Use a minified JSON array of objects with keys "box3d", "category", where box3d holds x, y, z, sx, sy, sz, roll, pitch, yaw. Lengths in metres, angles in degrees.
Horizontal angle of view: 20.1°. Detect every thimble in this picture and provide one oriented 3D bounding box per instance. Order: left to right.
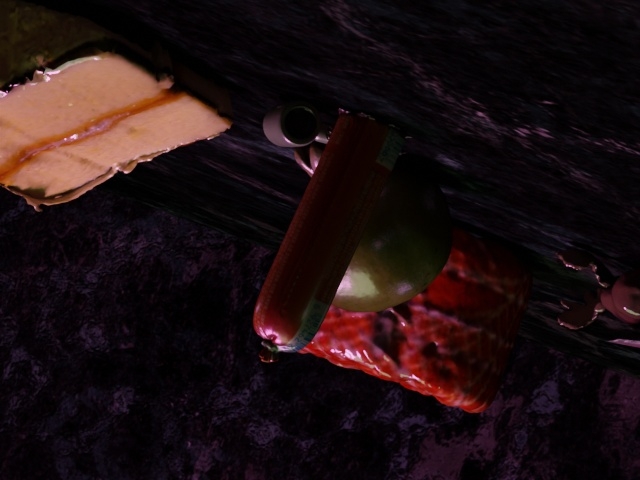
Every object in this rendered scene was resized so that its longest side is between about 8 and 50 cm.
[{"box3d":[0.109,0.082,2.452,0.350,0.230,0.350,19,176,1],"category":"thimble"}]

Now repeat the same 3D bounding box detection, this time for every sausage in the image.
[{"box3d":[0.000,0.000,1.785,0.083,0.264,0.083,25,177,1],"category":"sausage"}]

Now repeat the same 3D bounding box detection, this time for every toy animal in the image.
[{"box3d":[0.355,0.062,2.075,0.186,0.093,0.214,10,174,9],"category":"toy animal"}]

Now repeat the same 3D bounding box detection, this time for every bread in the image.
[{"box3d":[-0.247,-0.133,1.861,0.236,0.198,0.263,9,172,30],"category":"bread"}]

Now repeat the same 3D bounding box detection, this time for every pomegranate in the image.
[{"box3d":[0.050,-0.017,1.970,0.179,0.179,0.210,18,162,31],"category":"pomegranate"}]

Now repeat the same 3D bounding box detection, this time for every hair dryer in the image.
[{"box3d":[0.020,-0.110,1.864,0.150,0.047,0.071,11,180,-16],"category":"hair dryer"}]

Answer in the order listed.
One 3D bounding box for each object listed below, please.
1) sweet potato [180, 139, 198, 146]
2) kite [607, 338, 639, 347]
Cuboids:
[{"box3d":[-0.205,-0.147,2.249,0.057,0.057,0.265,24,176,-31],"category":"sweet potato"},{"box3d":[0.502,0.134,2.049,0.361,0.022,0.204,6,177,-12],"category":"kite"}]
